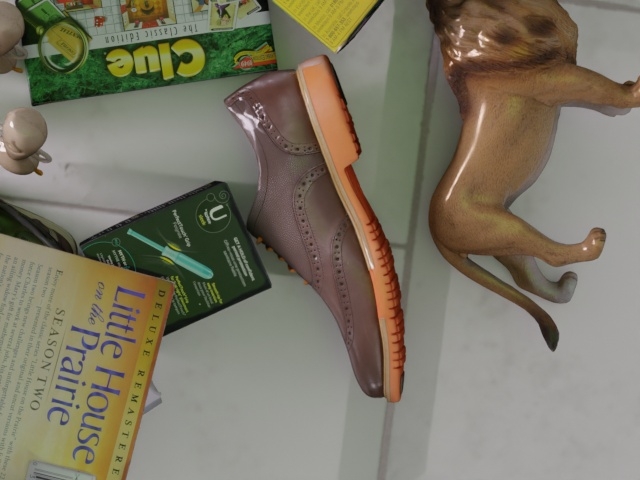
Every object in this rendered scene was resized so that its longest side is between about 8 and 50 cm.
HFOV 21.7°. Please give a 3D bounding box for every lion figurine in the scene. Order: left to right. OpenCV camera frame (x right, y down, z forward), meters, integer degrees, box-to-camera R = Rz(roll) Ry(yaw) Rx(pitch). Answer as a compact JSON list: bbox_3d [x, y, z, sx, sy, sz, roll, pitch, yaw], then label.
[{"bbox_3d":[0.192,-0.097,1.731,0.240,0.142,0.392,14,94,-1],"label":"lion figurine"}]

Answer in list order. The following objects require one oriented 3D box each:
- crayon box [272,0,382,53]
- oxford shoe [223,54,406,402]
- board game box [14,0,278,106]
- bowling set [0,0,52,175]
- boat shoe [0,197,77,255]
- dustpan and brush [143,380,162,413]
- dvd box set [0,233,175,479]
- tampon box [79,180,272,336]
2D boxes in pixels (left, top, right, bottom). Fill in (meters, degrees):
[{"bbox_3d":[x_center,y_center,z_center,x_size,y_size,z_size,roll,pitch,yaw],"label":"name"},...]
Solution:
[{"bbox_3d":[-0.037,-0.366,1.648,0.318,0.081,0.202,41,115,-2],"label":"crayon box"},{"bbox_3d":[0.000,0.000,1.724,0.132,0.130,0.364,-16,88,5],"label":"oxford shoe"},{"bbox_3d":[-0.180,-0.224,1.726,0.259,0.030,0.136,-10,96,-8],"label":"board game box"},{"bbox_3d":[-0.363,-0.202,1.662,0.287,0.154,0.200,30,69,-7],"label":"bowling set"},{"bbox_3d":[-0.351,-0.019,1.686,0.223,0.073,0.080,24,89,-9],"label":"boat shoe"},{"bbox_3d":[-0.275,0.112,1.689,0.147,0.060,0.211,-34,86,28],"label":"dustpan and brush"},{"bbox_3d":[-0.371,0.128,1.539,0.420,0.062,0.308,16,78,-16],"label":"dvd box set"},{"bbox_3d":[-0.150,0.024,1.702,0.161,0.101,0.120,-24,96,-7],"label":"tampon box"}]
